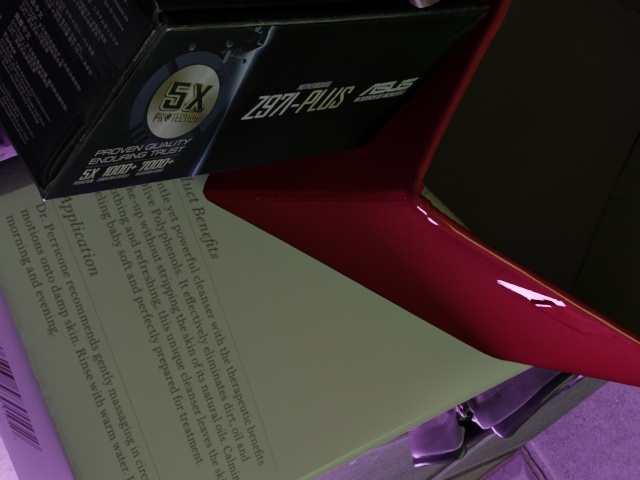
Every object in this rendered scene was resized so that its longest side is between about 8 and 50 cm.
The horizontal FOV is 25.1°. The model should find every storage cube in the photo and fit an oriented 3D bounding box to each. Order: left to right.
[{"bbox_3d":[0.097,-0.054,0.613,0.193,0.215,0.184,5,-111,62],"label":"storage cube"}]

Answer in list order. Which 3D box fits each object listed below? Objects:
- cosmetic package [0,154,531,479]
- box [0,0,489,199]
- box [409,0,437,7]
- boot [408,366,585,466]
[{"bbox_3d":[0.000,0.000,0.763,0.365,0.197,0.155,-23,-168,-24],"label":"cosmetic package"},{"bbox_3d":[-0.057,-0.114,0.462,0.147,0.180,0.077,-12,153,-47],"label":"box"},{"bbox_3d":[0.127,-0.256,0.386,0.381,0.191,0.143,-34,163,1],"label":"box"},{"bbox_3d":[0.142,0.010,1.073,0.118,0.223,0.338,-15,155,-43],"label":"boot"}]
